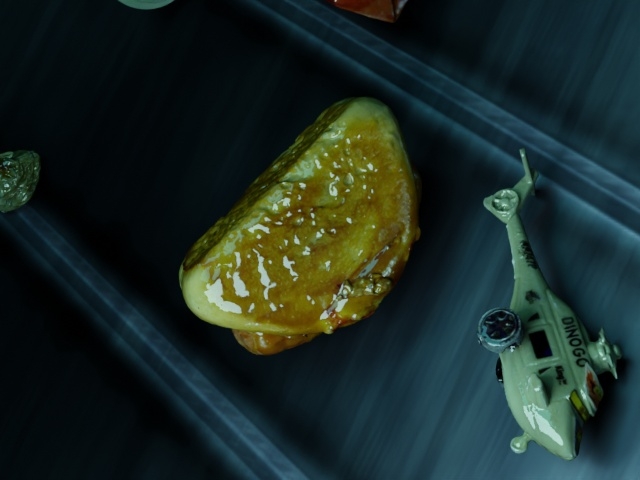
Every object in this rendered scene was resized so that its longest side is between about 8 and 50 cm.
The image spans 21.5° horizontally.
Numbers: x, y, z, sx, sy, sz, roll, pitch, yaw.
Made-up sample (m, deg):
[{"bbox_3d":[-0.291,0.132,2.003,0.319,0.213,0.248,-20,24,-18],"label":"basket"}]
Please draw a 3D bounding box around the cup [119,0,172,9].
[{"bbox_3d":[-0.218,-0.345,1.993,0.120,0.120,0.141,-52,33,6],"label":"cup"}]

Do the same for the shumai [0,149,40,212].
[{"bbox_3d":[-0.382,-0.080,2.007,0.083,0.080,0.082,-42,43,19],"label":"shumai"}]

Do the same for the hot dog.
[{"bbox_3d":[0.000,0.000,1.551,0.257,0.153,0.150,-46,14,-3],"label":"hot dog"}]

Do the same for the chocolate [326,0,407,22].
[{"bbox_3d":[0.041,-0.362,1.752,0.237,0.108,0.235,37,99,49],"label":"chocolate"}]

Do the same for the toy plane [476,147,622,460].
[{"bbox_3d":[0.182,0.055,1.410,0.108,0.092,0.286,-19,53,8],"label":"toy plane"}]
